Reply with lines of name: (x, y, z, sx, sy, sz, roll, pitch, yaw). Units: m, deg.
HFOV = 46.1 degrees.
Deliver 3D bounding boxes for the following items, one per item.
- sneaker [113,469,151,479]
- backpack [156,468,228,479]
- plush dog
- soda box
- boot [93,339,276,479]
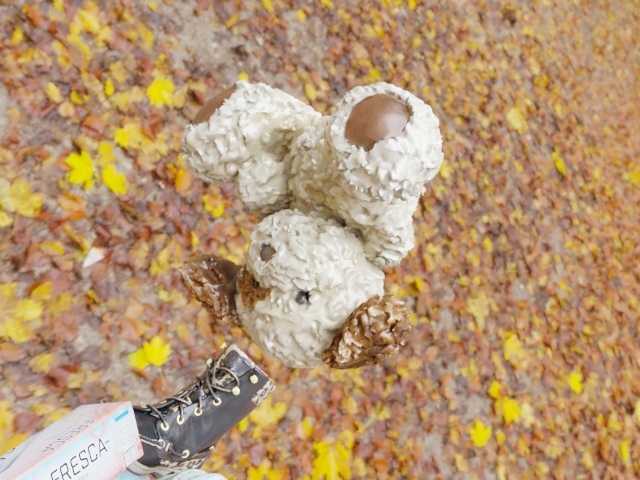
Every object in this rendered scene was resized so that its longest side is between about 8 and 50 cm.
sneaker: (-0.463, 0.570, 1.392, 0.150, 0.135, 0.366, 55, 48, -42)
backpack: (-0.147, 0.371, 0.938, 0.182, 0.115, 0.152, 60, 36, -10)
plush dog: (0.000, 0.000, 0.663, 0.210, 0.262, 0.226, 30, 77, -50)
soda box: (-0.232, 0.201, 0.651, 0.183, 0.062, 0.058, -29, 108, -68)
boot: (-0.248, 0.307, 1.409, 0.138, 0.284, 0.377, 41, -10, 34)
